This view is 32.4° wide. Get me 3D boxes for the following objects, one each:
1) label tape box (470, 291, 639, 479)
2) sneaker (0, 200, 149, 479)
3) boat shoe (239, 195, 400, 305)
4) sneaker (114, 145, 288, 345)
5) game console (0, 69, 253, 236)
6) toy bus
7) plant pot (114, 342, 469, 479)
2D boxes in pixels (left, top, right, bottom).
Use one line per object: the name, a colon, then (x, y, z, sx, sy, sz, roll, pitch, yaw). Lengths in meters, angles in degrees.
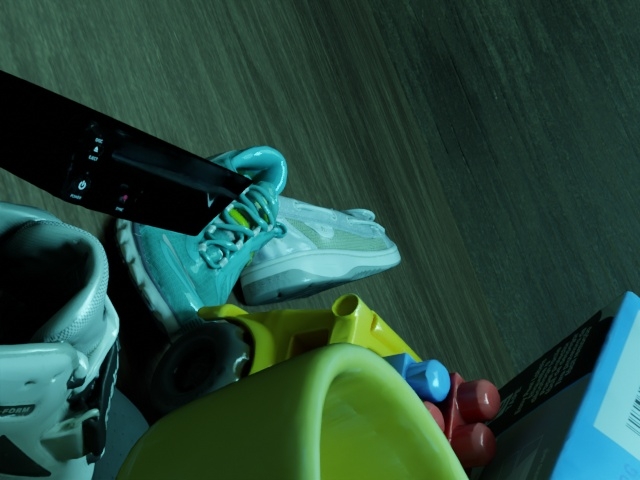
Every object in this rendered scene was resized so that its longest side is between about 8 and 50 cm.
label tape box: (0.099, 0.221, 0.720, 0.115, 0.347, 0.249, 41, 43, -3)
sneaker: (-0.140, 0.062, 0.511, 0.330, 0.146, 0.122, 45, 24, -58)
boat shoe: (-0.003, 0.001, 1.144, 0.320, 0.118, 0.103, -8, 79, -68)
sneaker: (-0.086, -0.011, 0.872, 0.107, 0.110, 0.275, 61, 16, -22)
game console: (-0.204, -0.079, 0.471, 0.213, 0.043, 0.361, 24, 4, 33)
toy bus: (0.002, 0.146, 0.676, 0.149, 0.212, 0.220, 48, 45, -37)
plant pot: (-0.050, 0.197, 0.426, 0.254, 0.239, 0.254, 59, 16, -29)
